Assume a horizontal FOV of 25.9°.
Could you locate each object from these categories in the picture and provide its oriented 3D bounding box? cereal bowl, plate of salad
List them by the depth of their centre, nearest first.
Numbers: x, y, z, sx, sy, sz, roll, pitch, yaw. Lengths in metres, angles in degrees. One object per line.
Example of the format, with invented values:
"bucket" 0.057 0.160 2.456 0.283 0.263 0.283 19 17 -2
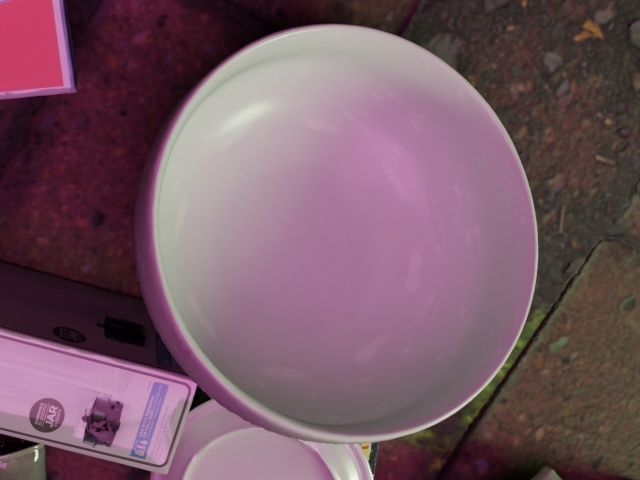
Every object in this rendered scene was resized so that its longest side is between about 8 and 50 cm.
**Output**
"cereal bowl" 0.000 0.000 1.138 0.339 0.141 0.339 4 80 -25
"plate of salad" -0.051 0.222 1.234 0.200 0.048 0.199 1 106 3

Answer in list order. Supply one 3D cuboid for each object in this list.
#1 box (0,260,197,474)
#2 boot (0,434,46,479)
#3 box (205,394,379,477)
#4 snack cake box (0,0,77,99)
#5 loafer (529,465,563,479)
"box" -0.254 0.087 1.147 0.290 0.169 0.087 16 104 -12
"boot" -0.256 0.273 1.264 0.190 0.076 0.208 0 101 -10
"box" -0.026 0.162 1.267 0.159 0.044 0.233 4 107 -9
"snack cake box" -0.281 -0.243 1.081 0.152 0.089 0.264 -7 108 -8
"loafer" 0.104 0.322 1.315 0.319 0.112 0.111 -27 73 2
